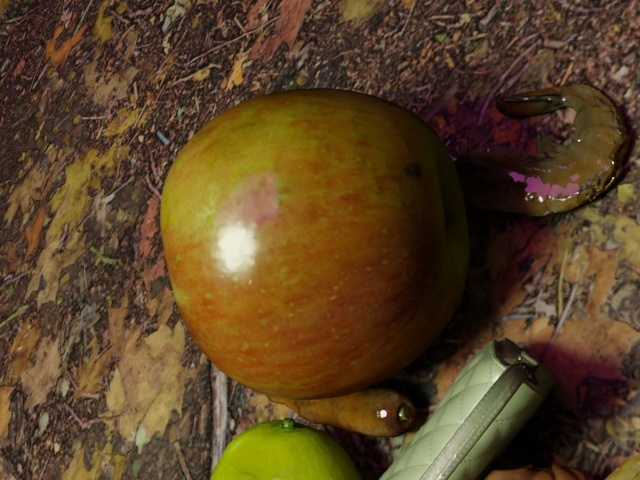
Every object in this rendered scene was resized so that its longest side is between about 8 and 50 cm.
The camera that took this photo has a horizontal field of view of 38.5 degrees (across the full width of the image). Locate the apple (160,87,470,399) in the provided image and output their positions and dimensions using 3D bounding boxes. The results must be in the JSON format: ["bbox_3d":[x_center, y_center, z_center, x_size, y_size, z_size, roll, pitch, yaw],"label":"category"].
[{"bbox_3d":[0.000,0.000,0.980,0.339,0.339,0.339,-24,54,37],"label":"apple"}]

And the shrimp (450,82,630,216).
[{"bbox_3d":[0.223,-0.108,1.015,0.253,0.058,0.173,21,78,46],"label":"shrimp"}]

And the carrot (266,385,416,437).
[{"bbox_3d":[0.017,0.192,1.069,0.248,0.059,0.059,-3,68,50],"label":"carrot"}]

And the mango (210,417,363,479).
[{"bbox_3d":[-0.026,0.322,0.972,0.185,0.149,0.273,-33,54,21],"label":"mango"}]

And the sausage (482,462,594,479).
[{"bbox_3d":[0.165,0.340,0.781,0.121,0.121,0.304,-2,66,46],"label":"sausage"}]

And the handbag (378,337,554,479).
[{"bbox_3d":[0.113,0.201,0.839,0.079,0.219,0.256,38,99,15],"label":"handbag"}]

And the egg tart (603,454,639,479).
[{"bbox_3d":[0.317,0.285,0.609,0.339,0.153,0.351,-46,55,18],"label":"egg tart"}]
